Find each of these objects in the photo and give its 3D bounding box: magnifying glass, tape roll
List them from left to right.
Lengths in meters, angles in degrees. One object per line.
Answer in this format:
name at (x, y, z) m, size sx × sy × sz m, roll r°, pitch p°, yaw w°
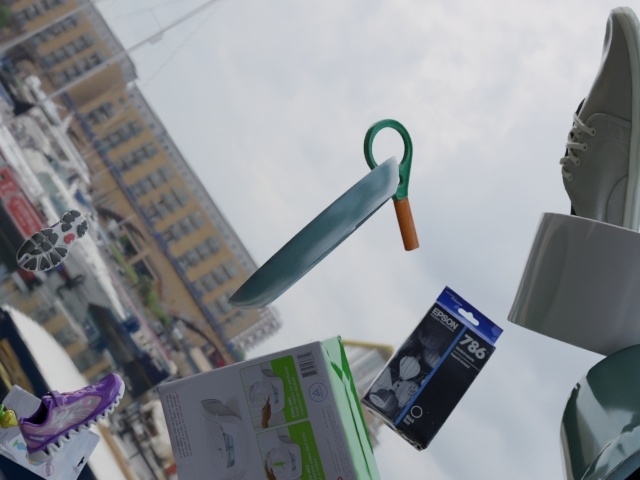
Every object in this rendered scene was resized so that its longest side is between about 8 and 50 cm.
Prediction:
magnifying glass at (0.132, -0.094, 1.421) m, size 0.026 × 0.092 × 0.231 m, roll 11°, pitch -62°, yaw 59°
tape roll at (0.407, 0.074, 1.181) m, size 0.246 × 0.169 × 0.246 m, roll 18°, pitch 1°, yaw 0°

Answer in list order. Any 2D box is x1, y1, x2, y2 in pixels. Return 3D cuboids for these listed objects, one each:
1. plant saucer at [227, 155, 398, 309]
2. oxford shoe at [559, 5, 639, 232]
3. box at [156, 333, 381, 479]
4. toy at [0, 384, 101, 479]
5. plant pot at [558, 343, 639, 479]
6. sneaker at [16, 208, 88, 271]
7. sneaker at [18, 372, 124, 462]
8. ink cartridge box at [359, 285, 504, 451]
plant saucer at (0.000, 0.000, 1.188) m, size 0.044 × 0.317 × 0.317 m, roll 49°, pitch -12°, yaw 2°
oxford shoe at (0.467, -0.155, 1.380) m, size 0.169 × 0.130 × 0.450 m, roll -66°, pitch 155°, yaw -64°
box at (-0.058, 0.279, 1.068) m, size 0.127 × 0.231 × 0.262 m, roll 8°, pitch 64°, yaw -76°
toy at (-0.623, 0.436, 1.838) m, size 0.237 × 0.137 × 0.056 m, roll 42°, pitch -27°, yaw -28°
plant pot at (0.409, 0.281, 0.898) m, size 0.341 × 0.341 × 0.334 m, roll 59°, pitch 13°, yaw -6°
sneaker at (-0.488, 0.010, 1.505) m, size 0.071 × 0.170 × 0.068 m, roll -30°, pitch -78°, yaw 35°
sneaker at (-0.514, 0.342, 1.700) m, size 0.095 × 0.236 × 0.105 m, roll 13°, pitch -45°, yaw 58°
ink cartridge box at (0.241, 0.254, 1.725) m, size 0.165 × 0.333 × 0.065 m, roll 37°, pitch -21°, yaw 6°
